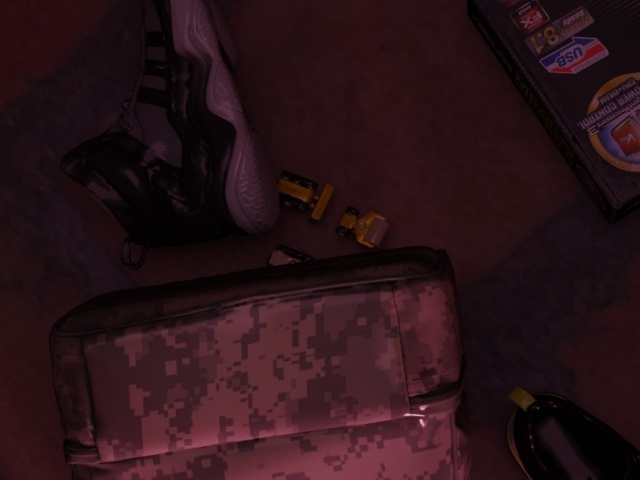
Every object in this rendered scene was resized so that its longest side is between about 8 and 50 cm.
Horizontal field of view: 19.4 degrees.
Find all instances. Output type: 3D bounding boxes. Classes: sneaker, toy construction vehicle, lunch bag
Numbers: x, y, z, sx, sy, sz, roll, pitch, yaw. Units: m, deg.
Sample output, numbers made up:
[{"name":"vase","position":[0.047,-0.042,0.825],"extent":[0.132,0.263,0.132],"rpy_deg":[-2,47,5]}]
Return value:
[{"name":"sneaker","position":[0.222,0.200,1.381],"extent":[0.235,0.097,0.084],"rpy_deg":[41,84,12]},{"name":"sneaker","position":[-0.138,-0.109,1.480],"extent":[0.153,0.101,0.268],"rpy_deg":[-21,69,7]},{"name":"toy construction vehicle","position":[0.000,0.000,1.482],"extent":[0.098,0.035,0.086],"rpy_deg":[19,73,12]},{"name":"lunch bag","position":[-0.033,0.151,1.357],"extent":[0.305,0.212,0.256],"rpy_deg":[-9,93,5]}]

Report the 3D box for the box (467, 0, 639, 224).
[{"name":"box","position":[0.284,-0.174,1.482],"extent":[0.270,0.060,0.216],"rpy_deg":[-31,76,-3]}]
